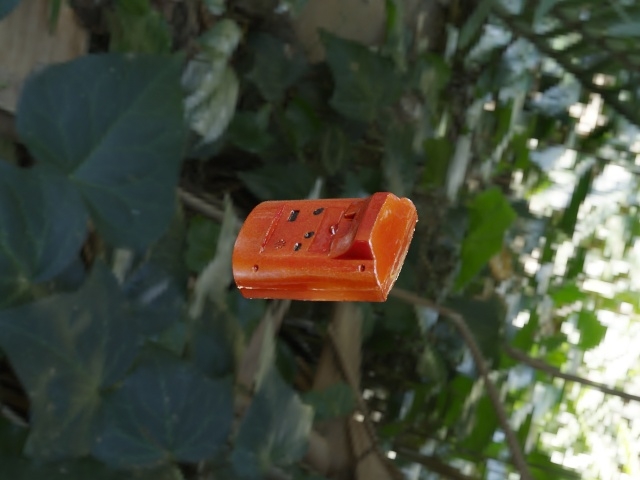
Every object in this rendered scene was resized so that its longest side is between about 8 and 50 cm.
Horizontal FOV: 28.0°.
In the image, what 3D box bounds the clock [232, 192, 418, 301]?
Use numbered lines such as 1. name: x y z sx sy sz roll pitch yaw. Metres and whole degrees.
1. clock: 0.000 0.000 1.204 0.061 0.155 0.113 66 34 -37
